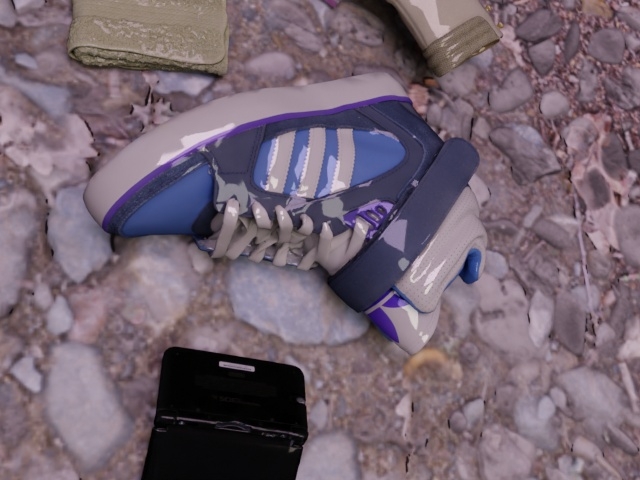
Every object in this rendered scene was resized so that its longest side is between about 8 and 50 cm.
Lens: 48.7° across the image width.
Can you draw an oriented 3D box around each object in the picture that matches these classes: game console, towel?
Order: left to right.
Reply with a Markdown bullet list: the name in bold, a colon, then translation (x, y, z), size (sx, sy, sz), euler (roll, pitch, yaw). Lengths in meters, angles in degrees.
- **towel**: translation (-0.158, -0.209, 0.660), size (0.148, 0.027, 0.110), euler (1, 72, -19)
- **game console**: translation (-0.078, 0.156, 0.579), size (0.122, 0.071, 0.107), euler (12, 40, -16)

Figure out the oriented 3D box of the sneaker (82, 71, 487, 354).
- **sneaker**: translation (0.000, 0.000, 0.589), size (0.322, 0.130, 0.236), euler (-22, 77, -29)

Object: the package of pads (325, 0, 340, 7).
- **package of pads**: translation (0.000, -0.288, 0.737), size (0.083, 0.032, 0.050), euler (38, 62, -4)

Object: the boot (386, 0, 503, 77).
- **boot**: translation (0.138, -0.276, 0.757), size (0.165, 0.077, 0.213), euler (51, 52, -6)
